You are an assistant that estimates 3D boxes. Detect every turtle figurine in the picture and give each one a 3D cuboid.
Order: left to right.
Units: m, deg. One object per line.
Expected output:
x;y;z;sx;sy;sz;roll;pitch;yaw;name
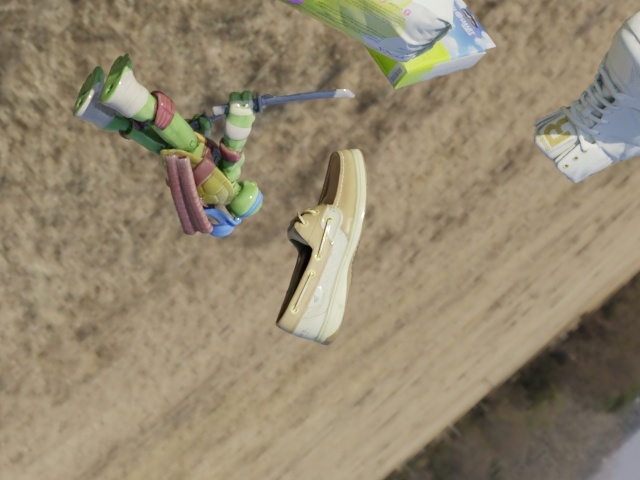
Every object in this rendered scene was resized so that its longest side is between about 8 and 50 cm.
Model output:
-0.158;-0.167;1.387;0.266;0.198;0.274;30;103;-30;turtle figurine

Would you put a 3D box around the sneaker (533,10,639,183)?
0.345;-0.155;1.322;0.169;0.108;0.292;-25;154;6;sneaker

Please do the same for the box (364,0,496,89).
0.136;-0.266;1.404;0.178;0.109;0.042;-21;162;-40;box

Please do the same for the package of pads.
0.013;-0.343;1.136;0.101;0.297;0.229;-34;-139;50;package of pads

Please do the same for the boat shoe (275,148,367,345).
0.000;0.000;0.720;0.050;0.045;0.135;147;-46;-71;boat shoe
